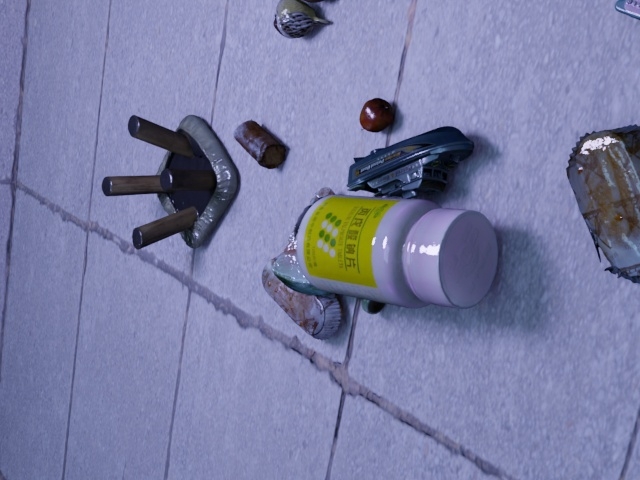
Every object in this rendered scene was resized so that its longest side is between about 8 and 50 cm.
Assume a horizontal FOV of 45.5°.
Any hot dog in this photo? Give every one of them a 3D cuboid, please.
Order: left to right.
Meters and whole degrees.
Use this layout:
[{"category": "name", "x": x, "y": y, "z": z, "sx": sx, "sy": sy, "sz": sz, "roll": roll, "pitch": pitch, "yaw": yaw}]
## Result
[{"category": "hot dog", "x": -0.042, "y": 0.126, "z": 1.820, "sx": 0.268, "sy": 0.075, "sz": 0.144, "roll": 48, "pitch": 120, "yaw": 38}, {"category": "hot dog", "x": 0.499, "y": -0.061, "z": 1.227, "sx": 0.162, "sy": 0.082, "sz": 0.270, "roll": -28, "pitch": 78, "yaw": 51}]

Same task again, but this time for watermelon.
[{"category": "watermelon", "x": 0.000, "y": 0.000, "z": 1.733, "sx": 0.154, "sy": 0.094, "sz": 0.241, "roll": 9, "pitch": 76, "yaw": 31}]

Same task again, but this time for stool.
[{"category": "stool", "x": -0.421, "y": -0.164, "z": 2.102, "sx": 0.310, "sy": 0.226, "sz": 0.310, "roll": 55, "pitch": 126, "yaw": 30}]

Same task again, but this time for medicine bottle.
[{"category": "medicine bottle", "x": 0.142, "y": 0.020, "z": 1.515, "sx": 0.379, "sy": 0.213, "sz": 0.213, "roll": 7, "pitch": 97, "yaw": 46}]

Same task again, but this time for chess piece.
[{"category": "chess piece", "x": 0.082, "y": 0.107, "z": 1.703, "sx": 0.149, "sy": 0.059, "sz": 0.059, "roll": 36, "pitch": 117, "yaw": 46}]

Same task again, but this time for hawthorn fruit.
[{"category": "hawthorn fruit", "x": 0.119, "y": -0.265, "z": 1.631, "sx": 0.077, "sy": 0.077, "sz": 0.077, "roll": 3, "pitch": 94, "yaw": 47}]

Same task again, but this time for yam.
[{"category": "yam", "x": -0.152, "y": -0.243, "z": 1.916, "sx": 0.141, "sy": 0.079, "sz": 0.079, "roll": 46, "pitch": 124, "yaw": 37}]

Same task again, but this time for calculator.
[{"category": "calculator", "x": 0.539, "y": -0.378, "z": 1.209, "sx": 0.141, "sy": 0.019, "sz": 0.094, "roll": 39, "pitch": 117, "yaw": 39}]

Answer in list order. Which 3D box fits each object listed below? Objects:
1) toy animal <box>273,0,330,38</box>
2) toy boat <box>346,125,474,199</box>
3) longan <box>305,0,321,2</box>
[{"category": "toy animal", "x": -0.049, "y": -0.510, "z": 1.786, "sx": 0.137, "sy": 0.098, "sz": 0.098, "roll": 35, "pitch": 119, "yaw": 16}, {"category": "toy boat", "x": 0.186, "y": -0.147, "z": 1.529, "sx": 0.296, "sy": 0.114, "sz": 0.122, "roll": -17, "pitch": 73, "yaw": 46}, {"category": "longan", "x": -0.010, "y": -0.596, "z": 1.736, "sx": 0.113, "sy": 0.092, "sz": 0.113, "roll": -17, "pitch": 53, "yaw": 24}]
